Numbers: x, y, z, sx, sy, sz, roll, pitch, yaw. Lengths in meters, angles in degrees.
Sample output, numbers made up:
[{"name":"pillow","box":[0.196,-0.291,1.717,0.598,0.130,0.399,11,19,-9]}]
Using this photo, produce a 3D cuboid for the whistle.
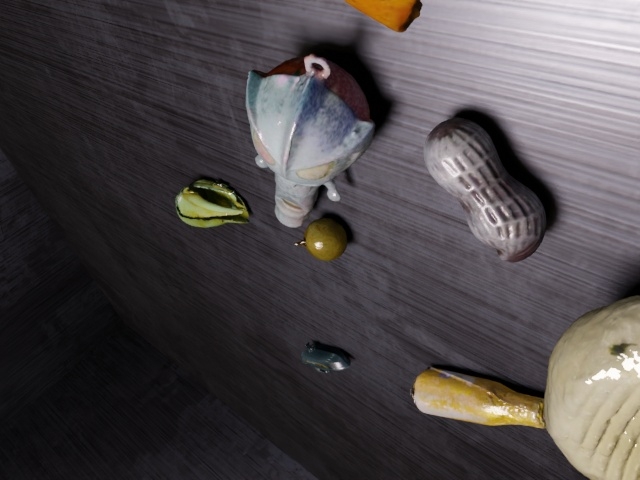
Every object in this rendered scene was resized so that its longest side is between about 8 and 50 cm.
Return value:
[{"name":"whistle","box":[-0.021,-0.111,0.626,0.143,0.133,0.346,2,159,-6]}]

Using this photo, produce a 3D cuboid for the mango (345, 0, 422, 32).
[{"name":"mango","box":[0.019,-0.311,0.271,0.201,0.199,0.349,-23,97,29]}]

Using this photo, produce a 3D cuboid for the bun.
[{"name":"bun","box":[0.340,0.148,0.453,0.260,0.160,0.259,17,131,21]}]

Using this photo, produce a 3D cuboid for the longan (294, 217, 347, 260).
[{"name":"longan","box":[0.000,0.000,0.769,0.075,0.084,0.075,170,90,-83]}]

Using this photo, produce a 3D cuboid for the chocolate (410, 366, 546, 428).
[{"name":"chocolate","box":[0.253,0.253,0.779,0.219,0.085,0.085,-7,122,50]}]

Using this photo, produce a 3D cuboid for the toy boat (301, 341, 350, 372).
[{"name":"toy boat","box":[0.017,0.268,1.107,0.141,0.055,0.060,-2,119,52]}]

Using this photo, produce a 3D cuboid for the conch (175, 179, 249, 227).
[{"name":"conch","box":[-0.229,-0.073,0.975,0.201,0.079,0.094,-4,113,33]}]

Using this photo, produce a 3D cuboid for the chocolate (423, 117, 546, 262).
[{"name":"chocolate","box":[0.169,-0.051,0.502,0.167,0.072,0.072,51,150,-5]}]
